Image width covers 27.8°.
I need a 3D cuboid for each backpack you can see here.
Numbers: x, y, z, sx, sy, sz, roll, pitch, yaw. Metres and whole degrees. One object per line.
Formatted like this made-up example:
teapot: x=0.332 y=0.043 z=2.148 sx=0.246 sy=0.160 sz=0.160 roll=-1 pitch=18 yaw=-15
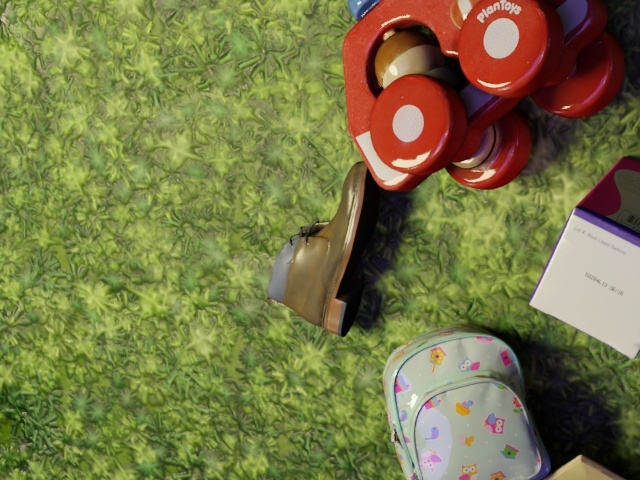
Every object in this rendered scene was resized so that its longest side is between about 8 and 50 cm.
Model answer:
backpack: x=0.155 y=0.189 z=1.416 sx=0.165 sy=0.144 sz=0.188 roll=-17 pitch=89 yaw=2

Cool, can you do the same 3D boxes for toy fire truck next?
toy fire truck: x=0.141 y=-0.205 z=1.313 sx=0.302 sy=0.169 sz=0.254 roll=-40 pitch=63 yaw=29

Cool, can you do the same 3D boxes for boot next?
boot: x=0.000 y=0.000 z=1.470 sx=0.106 sy=0.082 sz=0.219 roll=18 pitch=115 yaw=17

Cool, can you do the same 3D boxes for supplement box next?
supplement box: x=0.299 y=0.009 z=1.253 sx=0.111 sy=0.220 sz=0.114 roll=28 pitch=117 yaw=16

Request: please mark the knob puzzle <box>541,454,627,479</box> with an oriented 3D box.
knob puzzle: x=0.314 y=0.314 z=1.429 sx=0.213 sy=0.030 sz=0.213 roll=11 pitch=134 yaw=11
